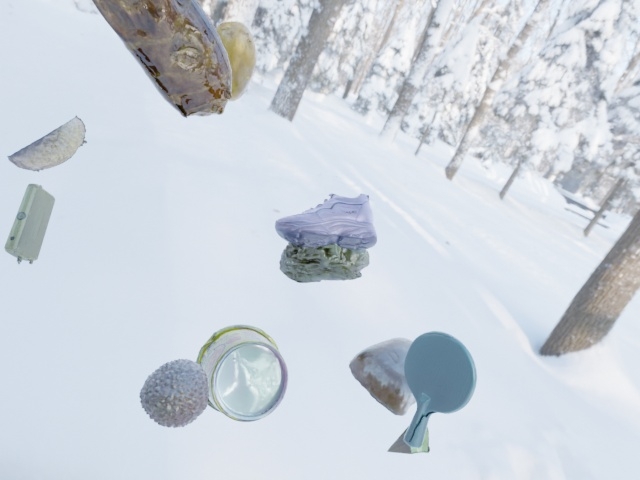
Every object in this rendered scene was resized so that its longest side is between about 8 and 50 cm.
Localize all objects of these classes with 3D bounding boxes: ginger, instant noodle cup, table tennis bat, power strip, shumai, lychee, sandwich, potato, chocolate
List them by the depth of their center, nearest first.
[{"bbox_3d":[-0.323,-0.109,0.503,0.036,0.093,0.037,-3,-51,47],"label":"potato"},{"bbox_3d":[0.179,0.246,0.679,0.033,0.201,0.124,5,15,-46],"label":"table tennis bat"},{"bbox_3d":[-0.324,-0.451,0.850,0.418,0.176,0.254,53,13,-43],"label":"ginger"},{"bbox_3d":[-0.605,-0.031,0.870,0.028,0.169,0.076,4,-21,0],"label":"power strip"},{"bbox_3d":[0.175,0.275,0.921,0.157,0.080,0.254,39,16,26],"label":"chocolate"},{"bbox_3d":[-0.347,0.376,1.031,0.197,0.165,0.165,19,18,-49],"label":"lychee"},{"bbox_3d":[0.000,0.002,1.158,0.255,0.218,0.189,-7,28,15],"label":"shumai"},{"bbox_3d":[0.253,0.580,1.220,0.074,0.116,0.074,13,63,-27],"label":"sandwich"},{"bbox_3d":[-0.268,-0.544,1.279,0.146,0.234,0.150,19,37,14],"label":"potato"},{"bbox_3d":[-0.259,0.458,1.422,0.325,0.326,0.254,20,-13,-16],"label":"instant noodle cup"}]

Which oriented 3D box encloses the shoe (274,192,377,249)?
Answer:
[{"bbox_3d":[0.014,-0.055,1.005,0.244,0.095,0.138,3,64,-1],"label":"shoe"}]
